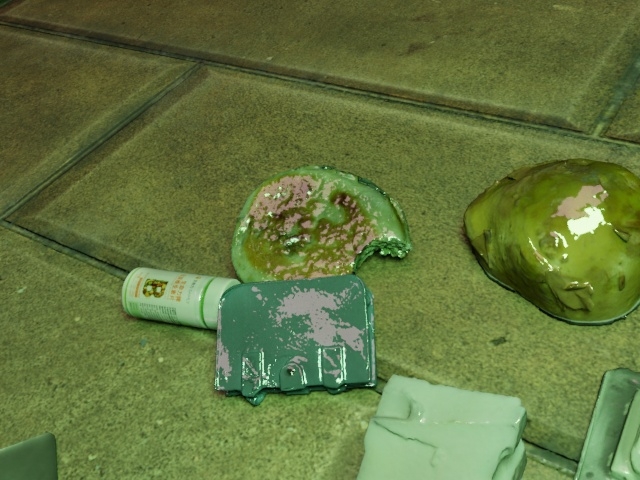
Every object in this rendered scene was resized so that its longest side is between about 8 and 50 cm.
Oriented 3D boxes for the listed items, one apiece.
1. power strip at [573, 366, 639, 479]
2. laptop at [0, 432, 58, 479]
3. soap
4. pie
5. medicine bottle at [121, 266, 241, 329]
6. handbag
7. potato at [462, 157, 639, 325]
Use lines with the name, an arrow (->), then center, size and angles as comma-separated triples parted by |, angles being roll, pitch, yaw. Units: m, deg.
power strip -> 0.421, 0.240, 0.871 | 0.198, 0.065, 0.213 | 11, 48, 28
laptop -> -0.436, 0.390, 0.970 | 0.187, 0.015, 0.269 | -20, 42, -7
soap -> 0.092, 0.317, 0.728 | 0.158, 0.258, 0.302 | 14, 49, 26
pie -> -0.007, -0.003, 1.207 | 0.302, 0.067, 0.303 | -6, 58, 9
medicine bottle -> -0.224, 0.094, 1.189 | 0.183, 0.086, 0.086 | 5, 45, 21
handbag -> -0.036, 0.145, 1.062 | 0.229, 0.062, 0.179 | -5, 66, 12
potato -> 0.361, -0.040, 1.103 | 0.246, 0.196, 0.299 | -30, 42, -20
